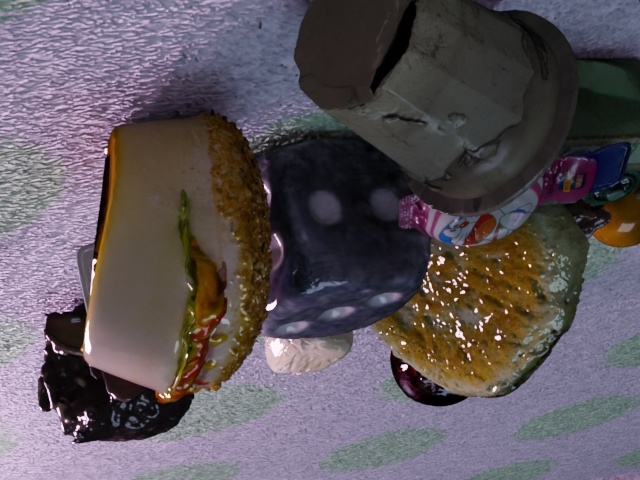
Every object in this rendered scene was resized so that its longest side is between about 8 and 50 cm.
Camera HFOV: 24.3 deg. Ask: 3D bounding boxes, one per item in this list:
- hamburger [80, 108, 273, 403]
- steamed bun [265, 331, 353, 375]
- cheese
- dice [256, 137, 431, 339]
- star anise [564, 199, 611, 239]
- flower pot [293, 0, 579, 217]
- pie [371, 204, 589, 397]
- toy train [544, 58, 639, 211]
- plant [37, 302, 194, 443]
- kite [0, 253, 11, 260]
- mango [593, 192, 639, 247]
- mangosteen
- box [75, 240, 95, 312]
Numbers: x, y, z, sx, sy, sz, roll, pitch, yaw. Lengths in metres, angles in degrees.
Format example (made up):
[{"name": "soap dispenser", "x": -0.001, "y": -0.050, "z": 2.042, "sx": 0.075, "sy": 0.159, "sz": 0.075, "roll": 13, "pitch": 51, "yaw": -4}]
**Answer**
[{"name": "hamburger", "x": -0.137, "y": 0.016, "z": 1.475, "sx": 0.179, "sy": 0.294, "sz": 0.276, "roll": 6, "pitch": 141, "yaw": -9}, {"name": "steamed bun", "x": -0.021, "y": 0.127, "z": 2.064, "sx": 0.112, "sy": 0.091, "sz": 0.130, "roll": 5, "pitch": 150, "yaw": -35}, {"name": "cheese", "x": 0.196, "y": -0.051, "z": 1.501, "sx": 0.244, "sy": 0.062, "sz": 0.155, "roll": -12, "pitch": 148, "yaw": -9}, {"name": "dice", "x": 0.000, "y": 0.000, "z": 1.651, "sx": 0.183, "sy": 0.181, "sz": 0.182, "roll": -2, "pitch": 155, "yaw": -32}, {"name": "star anise", "x": 0.229, "y": 0.000, "z": 1.850, "sx": 0.220, "sy": 0.099, "sz": 0.214, "roll": -35, "pitch": -165, "yaw": -7}, {"name": "flower pot", "x": 0.096, "y": -0.146, "z": 1.352, "sx": 0.212, "sy": 0.212, "sz": 0.203, "roll": -29, "pitch": 146, "yaw": 32}, {"name": "pie", "x": 0.161, "y": 0.033, "z": 1.757, "sx": 0.323, "sy": 0.323, "sz": 0.070, "roll": -31, "pitch": -174, "yaw": 36}, {"name": "toy train", "x": 0.256, "y": -0.117, "z": 1.608, "sx": 0.326, "sy": 0.129, "sz": 0.159, "roll": -3, "pitch": 150, "yaw": -24}, {"name": "plant", "x": -0.259, "y": 0.162, "z": 1.890, "sx": 0.204, "sy": 0.178, "sz": 0.234, "roll": -14, "pitch": 164, "yaw": 3}, {"name": "kite", "x": -0.474, "y": 0.046, "z": 1.694, "sx": 0.245, "sy": 0.015, "sz": 0.141, "roll": -20, "pitch": 160, "yaw": 16}, {"name": "mango", "x": 0.408, "y": -0.038, "z": 1.939, "sx": 0.111, "sy": 0.089, "sz": 0.163, "roll": -26, "pitch": 164, "yaw": 24}, {"name": "mangosteen", "x": 0.179, "y": 0.177, "z": 2.271, "sx": 0.152, "sy": 0.152, "sz": 0.152, "roll": -12, "pitch": 158, "yaw": -5}, {"name": "box", "x": -0.232, "y": 0.058, "z": 1.744, "sx": 0.084, "sy": 0.122, "sz": 0.069, "roll": -14, "pitch": 170, "yaw": 3}]
